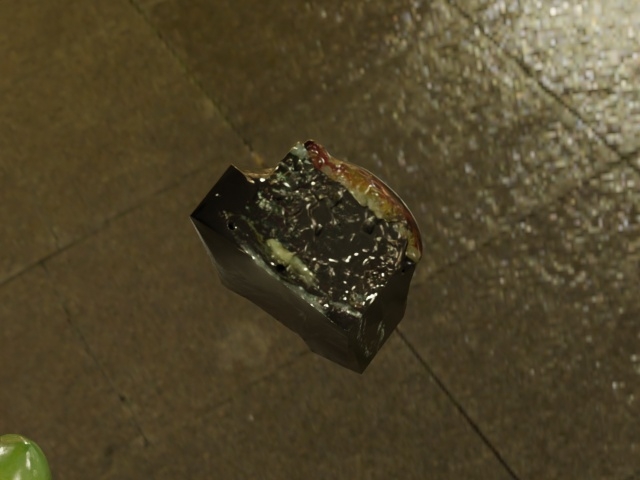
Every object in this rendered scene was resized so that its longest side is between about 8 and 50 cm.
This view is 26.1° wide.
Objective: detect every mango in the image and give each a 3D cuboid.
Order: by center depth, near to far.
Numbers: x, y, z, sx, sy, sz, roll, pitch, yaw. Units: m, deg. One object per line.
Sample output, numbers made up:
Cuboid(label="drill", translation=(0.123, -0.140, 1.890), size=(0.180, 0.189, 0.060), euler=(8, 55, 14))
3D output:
Cuboid(label="mango", translation=(-0.366, 0.299, 1.510), size=(0.091, 0.237, 0.137), euler=(-18, 82, -48))

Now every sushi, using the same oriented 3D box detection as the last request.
Cuboid(label="sushi", translation=(0.001, 0.000, 1.707), size=(0.227, 0.215, 0.212), euler=(31, 75, 19))
